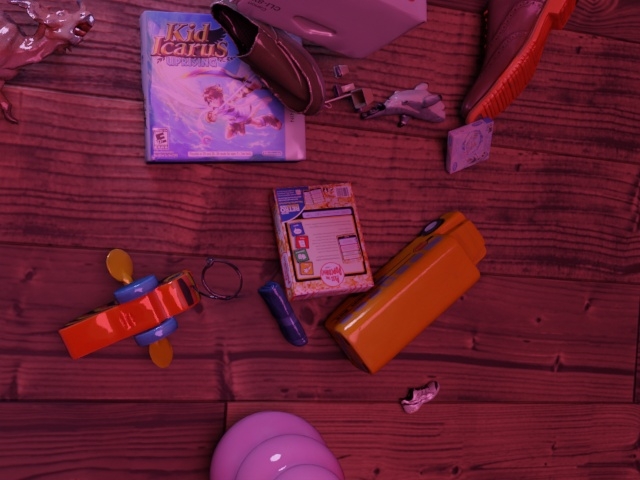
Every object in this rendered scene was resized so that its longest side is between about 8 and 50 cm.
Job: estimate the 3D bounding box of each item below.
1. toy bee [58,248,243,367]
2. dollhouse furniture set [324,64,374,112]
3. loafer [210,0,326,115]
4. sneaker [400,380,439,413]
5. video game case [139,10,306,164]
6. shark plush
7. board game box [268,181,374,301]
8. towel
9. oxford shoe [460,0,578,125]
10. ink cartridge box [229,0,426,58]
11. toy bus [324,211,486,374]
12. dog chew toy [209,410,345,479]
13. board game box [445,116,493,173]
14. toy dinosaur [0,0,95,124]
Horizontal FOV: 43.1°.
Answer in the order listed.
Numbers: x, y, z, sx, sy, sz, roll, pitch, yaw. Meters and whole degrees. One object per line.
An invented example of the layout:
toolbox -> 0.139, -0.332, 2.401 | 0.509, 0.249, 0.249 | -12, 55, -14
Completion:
toy bee -> -0.256, 0.108, 1.306 | 0.298, 0.162, 0.195 | -1, 100, 5
dollhouse furniture set -> 0.033, -0.258, 1.404 | 0.081, 0.114, 0.091 | -19, 100, -14
loafer -> -0.092, -0.296, 1.295 | 0.251, 0.094, 0.087 | 50, 45, -3
sneaker -> 0.186, 0.286, 1.509 | 0.083, 0.032, 0.037 | -38, 103, -15
video game case -> -0.161, -0.253, 1.362 | 0.270, 0.061, 0.244 | -3, 91, -19
shark plush -> 0.157, -0.235, 1.481 | 0.161, 0.073, 0.067 | -17, 127, -23
board game box -> 0.000, 0.000, 1.399 | 0.147, 0.045, 0.193 | -5, 73, -19
towel -> -0.064, 0.128, 1.399 | 0.029, 0.067, 0.119 | -30, 101, -18
oxford shoe -> 0.355, -0.378, 1.531 | 0.133, 0.130, 0.363 | 33, 88, 19
ink cartridge box -> 0.018, -0.524, 1.286 | 0.279, 0.160, 0.384 | 12, 71, -36
toy bus -> 0.165, 0.086, 1.446 | 0.333, 0.130, 0.108 | -40, 103, -14
dog chew toy -> -0.054, 0.390, 1.268 | 0.207, 0.332, 0.206 | -1, 92, -19
board game box -> 0.278, -0.178, 1.513 | 0.090, 0.020, 0.090 | -23, 138, -19
toy dinosaur -> -0.501, -0.315, 1.215 | 0.296, 0.127, 0.200 | 26, 75, -6
